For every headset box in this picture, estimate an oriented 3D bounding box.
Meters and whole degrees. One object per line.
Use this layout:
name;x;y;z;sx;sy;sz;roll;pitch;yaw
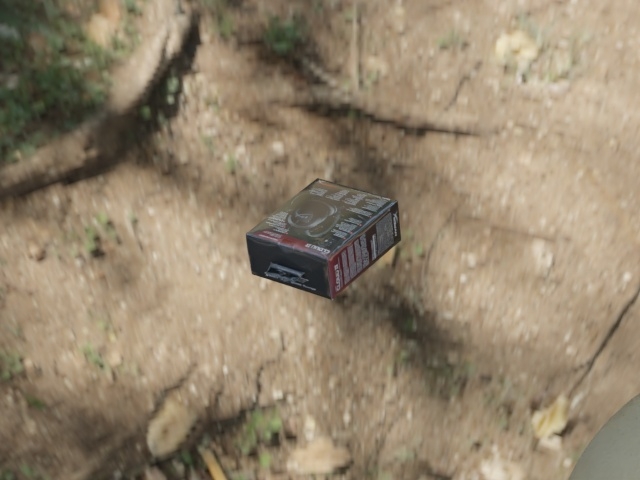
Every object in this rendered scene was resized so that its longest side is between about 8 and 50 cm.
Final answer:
headset box;0.000;0.000;1.080;0.062;0.032;0.083;16;39;32

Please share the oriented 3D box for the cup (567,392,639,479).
cup;0.341;0.236;1.141;0.331;0.237;0.331;3;81;-22
